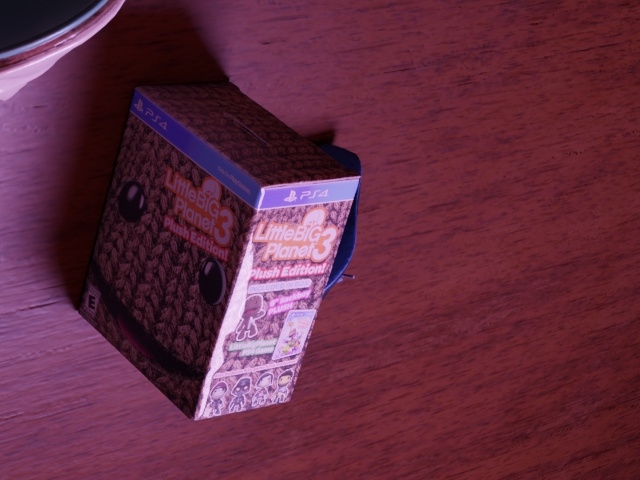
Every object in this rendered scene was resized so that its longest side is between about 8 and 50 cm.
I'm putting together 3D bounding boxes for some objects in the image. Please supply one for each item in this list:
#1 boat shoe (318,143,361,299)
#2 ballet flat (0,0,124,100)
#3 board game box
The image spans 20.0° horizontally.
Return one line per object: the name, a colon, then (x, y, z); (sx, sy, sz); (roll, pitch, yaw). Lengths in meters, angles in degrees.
boat shoe: (0.000, 0.000, 2.128); (0.089, 0.109, 0.258); (114, 2, -45)
ballet flat: (-0.362, -0.160, 1.692); (0.400, 0.139, 0.139); (-30, 138, -21)
board game box: (-0.117, 0.008, 1.981); (0.141, 0.232, 0.291); (-8, 124, -43)
